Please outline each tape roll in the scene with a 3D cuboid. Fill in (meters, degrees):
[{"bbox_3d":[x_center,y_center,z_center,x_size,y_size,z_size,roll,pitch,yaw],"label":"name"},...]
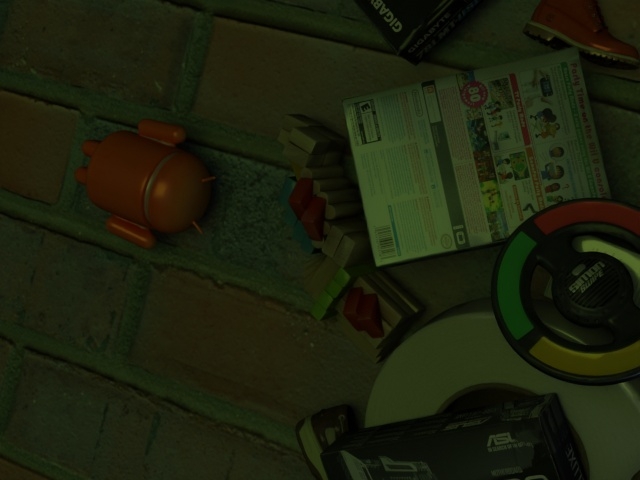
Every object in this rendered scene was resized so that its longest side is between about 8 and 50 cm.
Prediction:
[{"bbox_3d":[0.242,0.261,1.435,0.392,0.072,0.392,9,109,27],"label":"tape roll"}]

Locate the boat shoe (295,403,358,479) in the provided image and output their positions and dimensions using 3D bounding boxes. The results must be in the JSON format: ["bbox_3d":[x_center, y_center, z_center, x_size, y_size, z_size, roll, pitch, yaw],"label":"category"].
[{"bbox_3d":[0.058,0.342,1.563,0.095,0.095,0.257,-30,76,13],"label":"boat shoe"}]

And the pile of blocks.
[{"bbox_3d":[0.000,0.000,1.573,0.149,0.112,0.362,-29,80,31],"label":"pile of blocks"}]

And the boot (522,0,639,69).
[{"bbox_3d":[0.346,-0.274,1.482,0.158,0.059,0.085,29,94,23],"label":"boot"}]

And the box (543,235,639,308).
[{"bbox_3d":[0.378,0.061,1.412,0.170,0.130,0.091,23,95,23],"label":"box"}]

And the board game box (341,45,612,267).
[{"bbox_3d":[0.198,-0.100,1.473,0.303,0.097,0.224,-11,83,7],"label":"board game box"}]

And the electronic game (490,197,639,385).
[{"bbox_3d":[0.309,0.055,1.317,0.229,0.048,0.229,-6,64,11],"label":"electronic game"}]

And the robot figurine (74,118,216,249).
[{"bbox_3d":[-0.253,-0.083,1.697,0.219,0.128,0.158,20,61,23],"label":"robot figurine"}]

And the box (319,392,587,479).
[{"bbox_3d":[0.178,0.332,1.403,0.307,0.076,0.242,-16,98,32],"label":"box"}]

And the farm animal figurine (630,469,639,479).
[{"bbox_3d":[0.511,0.336,1.294,0.326,0.172,0.330,-23,122,21],"label":"farm animal figurine"}]

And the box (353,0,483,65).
[{"bbox_3d":[0.139,-0.439,1.552,0.293,0.073,0.295,-42,64,16],"label":"box"}]
